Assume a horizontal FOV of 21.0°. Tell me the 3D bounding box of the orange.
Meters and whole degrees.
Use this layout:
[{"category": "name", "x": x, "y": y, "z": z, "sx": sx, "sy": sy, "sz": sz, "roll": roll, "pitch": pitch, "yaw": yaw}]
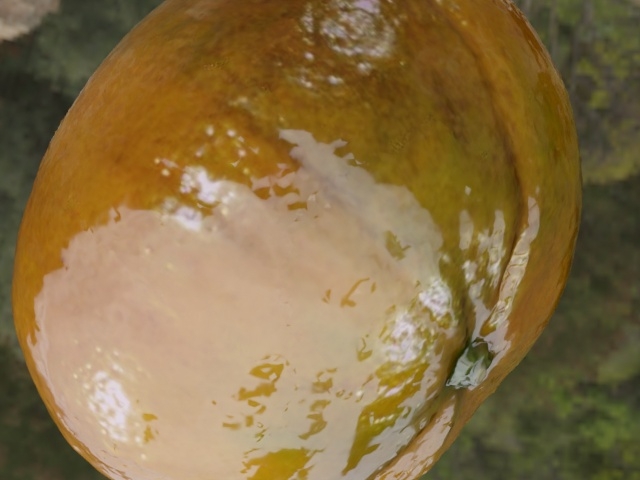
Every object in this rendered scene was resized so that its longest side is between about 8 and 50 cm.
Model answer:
[{"category": "orange", "x": 0.000, "y": 0.000, "z": 0.658, "sx": 0.171, "sy": 0.240, "sz": 0.240, "roll": 32, "pitch": 160, "yaw": 28}]
